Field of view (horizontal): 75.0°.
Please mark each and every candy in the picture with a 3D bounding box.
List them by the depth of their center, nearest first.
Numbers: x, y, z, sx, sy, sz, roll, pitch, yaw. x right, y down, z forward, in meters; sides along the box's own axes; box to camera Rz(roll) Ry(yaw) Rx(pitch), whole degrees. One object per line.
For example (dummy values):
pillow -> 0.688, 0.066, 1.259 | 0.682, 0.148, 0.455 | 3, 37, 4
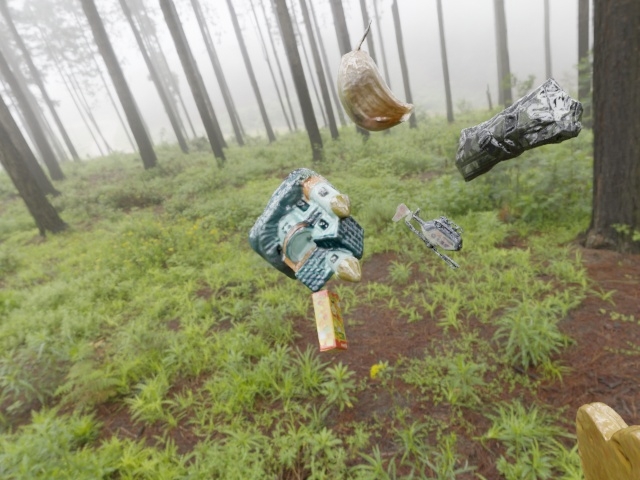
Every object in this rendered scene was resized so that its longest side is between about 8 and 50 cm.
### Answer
candy -> 0.019, 0.168, 0.863 | 0.037, 0.062, 0.122 | -19, 65, 20

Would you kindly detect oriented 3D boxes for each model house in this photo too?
model house -> 0.000, 0.000, 0.959 | 0.253, 0.184, 0.291 | -50, 43, -1

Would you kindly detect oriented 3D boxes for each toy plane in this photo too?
toy plane -> 0.155, -0.014, 0.582 | 0.120, 0.049, 0.031 | 43, 33, 22

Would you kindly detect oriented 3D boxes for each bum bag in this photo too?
bum bag -> 0.441, -0.251, 0.982 | 0.095, 0.144, 0.340 | -4, -9, -26

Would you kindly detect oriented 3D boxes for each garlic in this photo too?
garlic -> 0.095, -0.315, 0.846 | 0.128, 0.198, 0.090 | -24, 15, 24

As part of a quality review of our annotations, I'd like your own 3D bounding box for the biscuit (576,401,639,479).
biscuit -> 0.343, 0.316, 0.380 | 0.051, 0.270, 0.376 | -13, 20, 11
